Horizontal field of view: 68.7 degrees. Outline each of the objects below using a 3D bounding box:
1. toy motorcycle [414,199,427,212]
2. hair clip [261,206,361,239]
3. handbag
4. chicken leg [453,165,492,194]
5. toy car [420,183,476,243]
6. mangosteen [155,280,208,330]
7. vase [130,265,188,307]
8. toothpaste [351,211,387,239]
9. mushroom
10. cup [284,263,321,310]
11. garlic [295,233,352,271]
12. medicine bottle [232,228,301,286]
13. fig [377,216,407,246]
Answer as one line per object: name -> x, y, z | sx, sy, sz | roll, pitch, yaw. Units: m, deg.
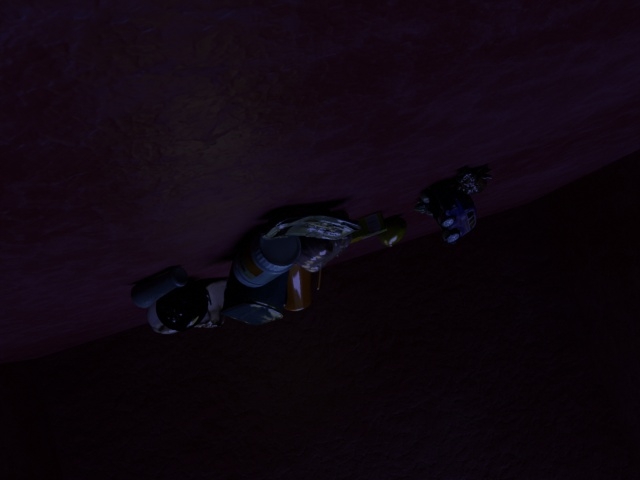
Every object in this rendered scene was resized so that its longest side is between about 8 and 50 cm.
toy motorcycle -> 0.485, -0.164, 1.924 | 0.190, 0.074, 0.106 | -18, -179, -2
hair clip -> -0.028, -0.058, 1.424 | 0.321, 0.091, 0.138 | 2, 160, -39
handbag -> -0.247, 0.183, 1.836 | 0.222, 0.241, 0.263 | 26, 149, -33
chicken leg -> 0.524, -0.215, 1.650 | 0.196, 0.080, 0.125 | -2, 153, -39
toy car -> 0.491, -0.117, 1.758 | 0.158, 0.172, 0.235 | -29, 143, 5
mangosteen -> -0.594, 0.278, 2.029 | 0.243, 0.243, 0.243 | -18, 172, -3
vase -> -0.579, 0.165, 1.697 | 0.219, 0.096, 0.096 | -26, 169, 27
toothpaste -> 0.119, -0.029, 1.964 | 0.327, 0.077, 0.110 | -20, 174, 12
mushroom -> -0.644, 0.322, 2.331 | 0.397, 0.224, 0.313 | -13, -172, 16
cup -> -0.097, 0.158, 2.052 | 0.226, 0.264, 0.182 | -14, -158, -21
garlic -> 0.000, 0.000, 1.664 | 0.245, 0.160, 0.245 | -33, 162, -12
medicine bottle -> -0.183, 0.055, 1.572 | 0.158, 0.158, 0.318 | -14, 171, -28
fig -> 0.334, -0.048, 2.190 | 0.153, 0.121, 0.136 | -42, 164, 4
